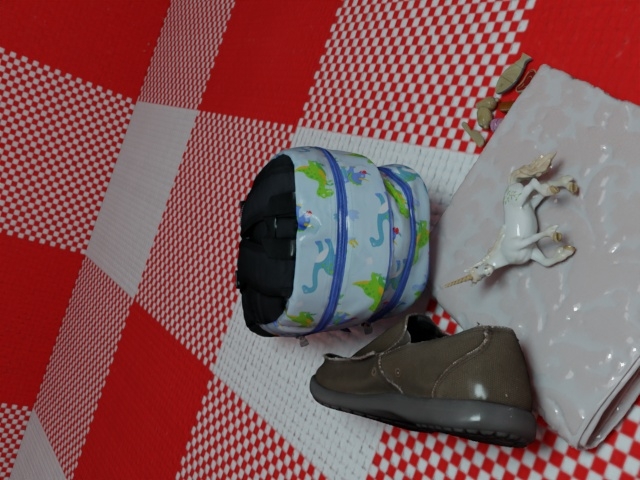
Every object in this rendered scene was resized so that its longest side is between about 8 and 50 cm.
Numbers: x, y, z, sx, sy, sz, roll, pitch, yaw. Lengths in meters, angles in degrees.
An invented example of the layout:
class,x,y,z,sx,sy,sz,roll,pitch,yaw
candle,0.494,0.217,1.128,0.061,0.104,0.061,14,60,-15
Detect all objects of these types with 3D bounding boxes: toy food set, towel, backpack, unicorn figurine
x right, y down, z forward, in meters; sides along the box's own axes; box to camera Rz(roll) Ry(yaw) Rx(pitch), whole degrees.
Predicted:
class,x,y,z,sx,sy,sz,roll,pitch,yaw
toy food set,0.242,-0.176,0.929,0.122,0.019,0.078,-47,41,21
towel,0.266,-0.002,0.783,0.317,0.053,0.332,-59,36,17
backpack,0.000,0.000,0.973,0.355,0.273,0.290,84,-168,-82
unicorn figurine,0.214,-0.010,0.771,0.111,0.060,0.162,-11,50,52

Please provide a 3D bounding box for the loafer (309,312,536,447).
class,x,y,z,sx,sy,sz,roll,pitch,yaw
loafer,0.116,0.156,0.847,0.366,0.133,0.130,-10,62,58
